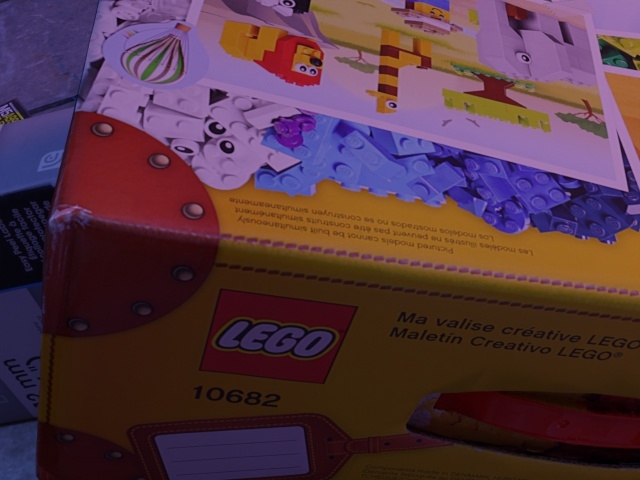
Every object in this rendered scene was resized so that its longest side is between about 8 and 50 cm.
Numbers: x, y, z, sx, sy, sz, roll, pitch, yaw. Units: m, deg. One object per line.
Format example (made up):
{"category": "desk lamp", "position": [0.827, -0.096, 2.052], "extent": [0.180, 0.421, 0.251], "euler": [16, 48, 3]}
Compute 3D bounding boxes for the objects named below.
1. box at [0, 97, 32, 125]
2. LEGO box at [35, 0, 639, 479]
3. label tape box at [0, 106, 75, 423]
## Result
{"category": "box", "position": [-0.413, -0.056, 1.105], "extent": [0.216, 0.060, 0.270], "euler": [-32, 41, -16]}
{"category": "LEGO box", "position": [0.119, -0.047, 0.541], "extent": [0.500, 0.193, 0.372], "euler": [8, 47, -12]}
{"category": "label tape box", "position": [-0.297, 0.043, 0.789], "extent": [0.347, 0.249, 0.115], "euler": [-13, 41, 9]}
